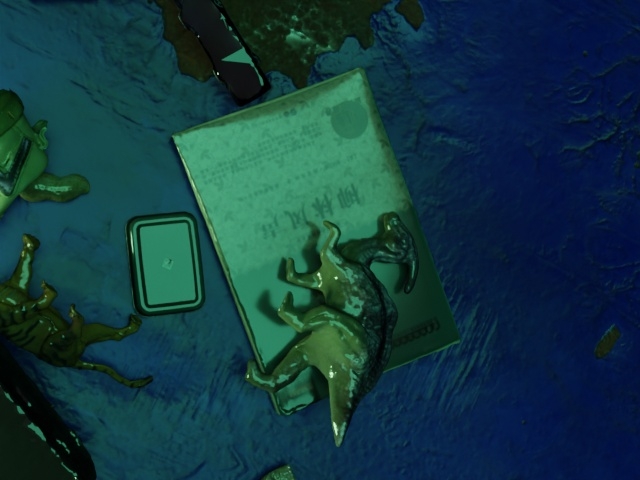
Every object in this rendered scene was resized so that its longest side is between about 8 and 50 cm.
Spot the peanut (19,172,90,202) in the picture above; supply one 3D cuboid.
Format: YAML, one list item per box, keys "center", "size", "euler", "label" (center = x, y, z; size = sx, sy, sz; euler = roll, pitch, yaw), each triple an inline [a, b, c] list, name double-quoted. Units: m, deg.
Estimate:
- center: [-0.316, -0.062, 1.268]
  size: [0.083, 0.037, 0.037]
  euler: [0, 89, -20]
  label: "peanut"

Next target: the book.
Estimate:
- center: [0.000, 0.000, 1.346]
  size: [0.264, 0.031, 0.379]
  euler: [-22, 94, -13]
  label: "book"

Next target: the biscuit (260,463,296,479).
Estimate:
- center: [-0.048, 0.415, 1.326]
  size: [0.133, 0.032, 0.250]
  euler: [-23, 95, -12]
  label: "biscuit"

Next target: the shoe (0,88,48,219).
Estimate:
- center: [-0.414, -0.056, 1.189]
  size: [0.128, 0.140, 0.262]
  euler: [44, 84, -16]
  label: "shoe"

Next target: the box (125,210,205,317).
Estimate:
- center: [-0.188, 0.028, 1.299]
  size: [0.091, 0.031, 0.126]
  euler: [-5, 89, -14]
  label: "box"

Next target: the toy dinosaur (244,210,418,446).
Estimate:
- center: [0.024, 0.090, 1.294]
  size: [0.162, 0.077, 0.294]
  euler: [23, 84, -13]
  label: "toy dinosaur"

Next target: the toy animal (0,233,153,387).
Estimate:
- center: [-0.299, 0.111, 1.238]
  size: [0.116, 0.114, 0.255]
  euler: [-44, 112, 11]
  label: "toy animal"

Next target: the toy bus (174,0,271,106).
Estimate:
- center: [-0.122, -0.246, 1.298]
  size: [0.057, 0.072, 0.172]
  euler: [-31, 95, 4]
  label: "toy bus"

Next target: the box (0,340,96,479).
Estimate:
- center: [-0.470, 0.238, 1.164]
  size: [0.350, 0.091, 0.359]
  euler: [-35, 98, 5]
  label: "box"
